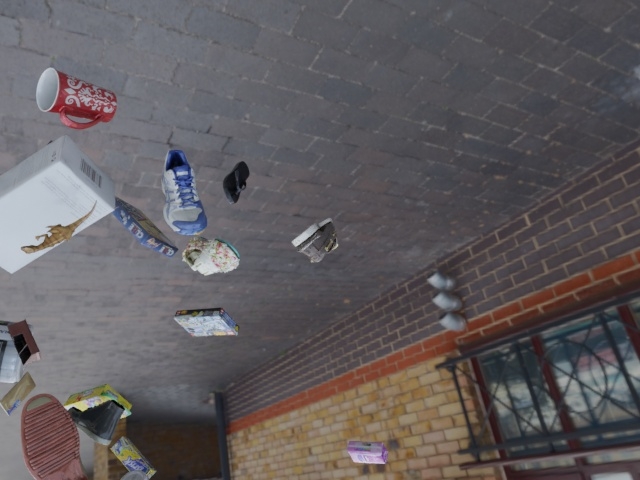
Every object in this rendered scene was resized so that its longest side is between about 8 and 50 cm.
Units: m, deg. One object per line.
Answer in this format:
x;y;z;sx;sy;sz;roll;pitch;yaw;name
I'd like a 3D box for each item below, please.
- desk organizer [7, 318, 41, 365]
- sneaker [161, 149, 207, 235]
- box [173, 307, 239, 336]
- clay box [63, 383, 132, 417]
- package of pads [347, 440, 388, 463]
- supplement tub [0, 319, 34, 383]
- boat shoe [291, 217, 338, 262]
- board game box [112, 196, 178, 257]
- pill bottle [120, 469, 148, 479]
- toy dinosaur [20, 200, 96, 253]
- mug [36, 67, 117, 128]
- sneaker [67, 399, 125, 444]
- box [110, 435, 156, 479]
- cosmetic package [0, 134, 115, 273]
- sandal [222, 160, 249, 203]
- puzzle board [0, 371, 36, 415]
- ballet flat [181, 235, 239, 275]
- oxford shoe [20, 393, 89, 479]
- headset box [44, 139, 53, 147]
-0.887;0.305;1.464;0.050;0.130;0.047;-22;149;-36;desk organizer
-0.399;-0.142;1.389;0.112;0.296;0.130;-11;139;-25;sneaker
-0.286;0.208;1.232;0.137;0.027;0.093;-7;137;22;box
-0.752;0.563;1.672;0.222;0.053;0.127;-21;119;23;clay box
0.107;0.478;1.102;0.084;0.031;0.050;-8;128;24;package of pads
-1.095;0.336;1.528;0.316;0.193;0.193;13;149;-22;supplement tub
0.000;0.000;1.517;0.117;0.096;0.324;-39;178;12;boat shoe
-0.601;-0.049;1.629;0.042;0.243;0.165;-49;155;-2;board game box
-0.593;0.831;1.580;0.087;0.087;0.160;-7;115;-9;pill bottle
-0.661;-0.023;1.268;0.211;0.064;0.112;-41;-155;-21;toy dinosaur
-0.652;-0.364;1.316;0.113;0.150;0.169;0;178;34;mug
-0.706;0.547;1.546;0.222;0.118;0.083;13;155;33;sneaker
-0.658;0.773;1.720;0.059;0.169;0.054;-46;155;-21;box
-0.814;-0.097;1.400;0.385;0.156;0.217;-28;134;5;cosmetic package
-0.330;-0.245;1.965;0.055;0.254;0.097;-13;128;20;sandal
-1.057;0.534;1.706;0.011;0.128;0.096;18;134;10;puzzle board
-0.247;0.041;1.077;0.077;0.091;0.241;-45;-160;-19;ballet flat
-0.757;0.632;1.393;0.141;0.396;0.147;-17;175;-37;oxford shoe
-0.920;-0.186;1.766;0.218;0.110;0.293;-53;162;-12;headset box
